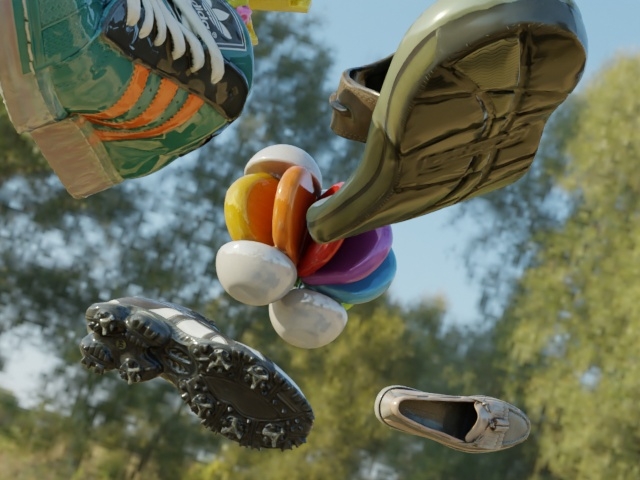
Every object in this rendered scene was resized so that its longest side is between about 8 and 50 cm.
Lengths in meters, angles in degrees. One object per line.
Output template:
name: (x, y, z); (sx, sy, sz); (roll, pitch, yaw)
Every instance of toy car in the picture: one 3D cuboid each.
toy car: (0.000, 0.000, 1.242); (0.136, 0.159, 0.182); (-12, -41, 36)

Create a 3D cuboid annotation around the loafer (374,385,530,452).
loafer: (0.104, 0.137, 1.021); (0.125, 0.045, 0.039); (11, -7, -13)

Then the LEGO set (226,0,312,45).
LEGO set: (-0.068, -0.205, 0.867); (0.132, 0.287, 0.107); (36, -33, 38)

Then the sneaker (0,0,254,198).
sneaker: (-0.098, -0.104, 0.651); (0.121, 0.108, 0.302); (-21, -8, -4)

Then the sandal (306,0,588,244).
sandal: (0.060, -0.074, 0.722); (0.120, 0.086, 0.303); (-16, -15, -17)

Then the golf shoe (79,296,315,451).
golf shoe: (-0.087, 0.093, 1.058); (0.198, 0.077, 0.094); (28, 19, 5)
